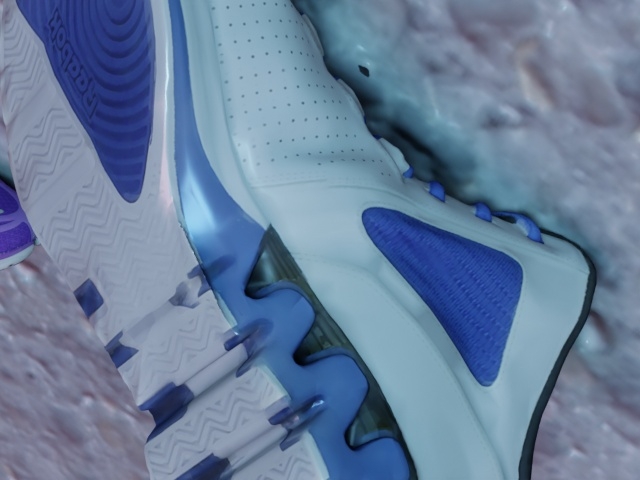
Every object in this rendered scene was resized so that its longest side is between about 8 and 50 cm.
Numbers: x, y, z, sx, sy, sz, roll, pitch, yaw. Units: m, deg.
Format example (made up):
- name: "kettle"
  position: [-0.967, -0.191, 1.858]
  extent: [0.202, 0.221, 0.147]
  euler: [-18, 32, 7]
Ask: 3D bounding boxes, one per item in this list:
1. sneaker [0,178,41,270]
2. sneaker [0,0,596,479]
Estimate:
- name: "sneaker"
  position: [-0.207, -0.046, 0.870]
  extent: [0.170, 0.068, 0.071]
  euler: [35, 133, 7]
- name: "sneaker"
  position: [0.001, 0.001, 0.717]
  extent: [0.127, 0.182, 0.315]
  euler: [-32, 74, 45]
